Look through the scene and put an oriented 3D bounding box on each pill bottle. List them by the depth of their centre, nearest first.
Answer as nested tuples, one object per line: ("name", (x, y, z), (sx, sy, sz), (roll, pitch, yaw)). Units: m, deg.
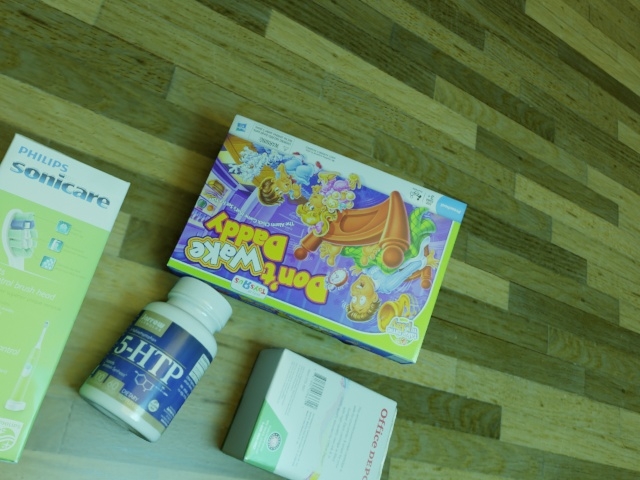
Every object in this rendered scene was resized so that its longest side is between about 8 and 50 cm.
("pill bottle", (-0.197, 0.142, 0.708), (0.112, 0.112, 0.187), (42, 60, -17))

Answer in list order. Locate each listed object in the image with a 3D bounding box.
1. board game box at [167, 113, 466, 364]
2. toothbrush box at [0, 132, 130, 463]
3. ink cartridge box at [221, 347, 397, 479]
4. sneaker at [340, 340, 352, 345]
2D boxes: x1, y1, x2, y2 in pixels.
("board game box", (0.000, 0.000, 0.788), (0.346, 0.078, 0.234), (21, 75, 0))
("toothbrush box", (-0.325, 0.065, 0.592), (0.122, 0.206, 0.284), (25, 67, -24))
("ink cartridge box", (-0.009, 0.267, 0.807), (0.212, 0.093, 0.155), (30, 65, -21))
("sneaker", (0.033, 0.027, 0.908), (0.124, 0.107, 0.284), (1, 67, -61))
